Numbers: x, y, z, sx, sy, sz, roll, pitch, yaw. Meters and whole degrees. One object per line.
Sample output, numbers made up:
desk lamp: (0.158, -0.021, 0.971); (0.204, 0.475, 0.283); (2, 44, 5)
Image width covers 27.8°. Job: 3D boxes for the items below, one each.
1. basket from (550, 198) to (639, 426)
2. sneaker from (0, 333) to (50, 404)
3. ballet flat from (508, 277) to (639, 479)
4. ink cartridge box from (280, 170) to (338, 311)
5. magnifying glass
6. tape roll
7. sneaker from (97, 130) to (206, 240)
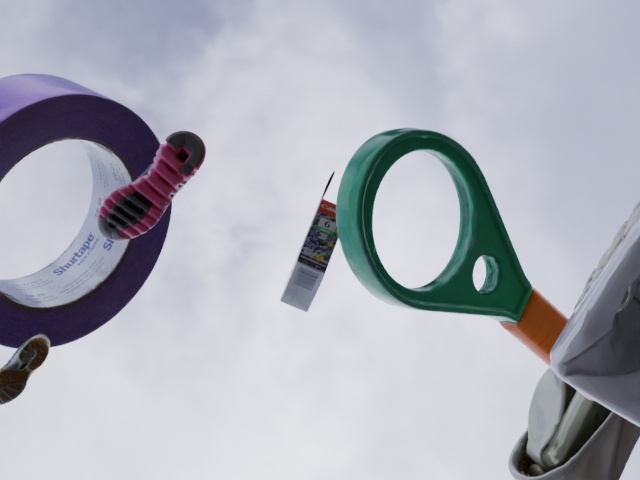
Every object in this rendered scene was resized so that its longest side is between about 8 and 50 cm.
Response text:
basket: (0.216, 0.044, 0.648); (0.167, 0.103, 0.113); (30, -65, 4)
sneaker: (-0.284, 0.122, 1.222); (0.083, 0.037, 0.032); (-43, -79, 6)
ballet flat: (0.327, 0.119, 1.435); (0.139, 0.139, 0.400); (23, -86, -27)
ink cartridge box: (0.000, 0.000, 1.142); (0.029, 0.063, 0.115); (23, -131, -1)
magnifying glass: (0.093, 0.023, 0.706); (0.231, 0.026, 0.092); (40, -112, -35)
tape roll: (-0.288, -0.029, 1.335); (0.275, 0.090, 0.274); (-22, -55, -36)
sneaker: (-0.143, -0.045, 1.123); (0.119, 0.057, 0.047); (-43, -86, 2)
